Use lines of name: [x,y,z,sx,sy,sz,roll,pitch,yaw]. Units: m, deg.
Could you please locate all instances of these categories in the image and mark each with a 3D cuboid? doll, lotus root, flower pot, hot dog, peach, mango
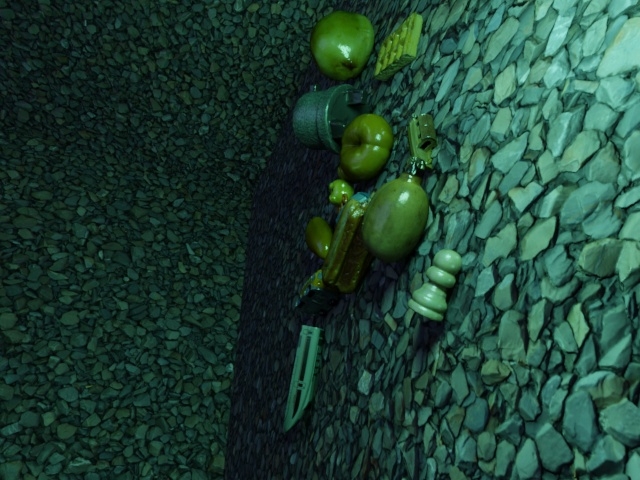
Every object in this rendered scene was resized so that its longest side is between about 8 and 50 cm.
doll: [0.098,-0.198,1.895,0.143,0.135,0.221,124,159,-66]
lotus root: [0.224,-0.088,1.374,0.183,0.182,0.310,-121,50,-66]
flower pot: [0.071,-0.509,1.995,0.282,0.299,0.300,13,88,41]
hot dog: [0.112,0.020,1.657,0.117,0.158,0.349,-70,-1,-66]
peach: [0.092,-0.904,2.240,0.314,0.281,0.316,-25,59,60]
peach: [0.167,-0.341,1.768,0.251,0.153,0.252,-169,90,-69]
mango: [0.000,0.000,2.067,0.139,0.113,0.253,-61,29,27]

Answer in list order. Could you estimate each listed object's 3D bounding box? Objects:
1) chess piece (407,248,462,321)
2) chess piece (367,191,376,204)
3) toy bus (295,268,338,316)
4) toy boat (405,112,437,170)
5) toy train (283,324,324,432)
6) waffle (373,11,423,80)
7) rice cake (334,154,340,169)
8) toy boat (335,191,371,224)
chess piece: [0.283,0.101,1.170,0.094,0.094,0.171,-142,71,-71]
chess piece: [0.171,-0.111,1.697,0.122,0.066,0.066,-53,24,16]
toy bus: [-0.007,0.203,1.907,0.209,0.126,0.136,129,159,-52]
toy boat: [0.308,-0.302,1.448,0.088,0.068,0.226,-44,34,43]
toy train: [-0.062,0.536,1.854,0.086,0.088,0.408,44,-125,-70]
waffle: [0.296,-0.731,1.842,0.274,0.057,0.168,172,112,-71]
rice cake: [0.103,-0.447,2.221,0.127,0.043,0.237,131,148,-52]
toy boat: [0.138,-0.092,1.799,0.102,0.088,0.215,54,136,23]
